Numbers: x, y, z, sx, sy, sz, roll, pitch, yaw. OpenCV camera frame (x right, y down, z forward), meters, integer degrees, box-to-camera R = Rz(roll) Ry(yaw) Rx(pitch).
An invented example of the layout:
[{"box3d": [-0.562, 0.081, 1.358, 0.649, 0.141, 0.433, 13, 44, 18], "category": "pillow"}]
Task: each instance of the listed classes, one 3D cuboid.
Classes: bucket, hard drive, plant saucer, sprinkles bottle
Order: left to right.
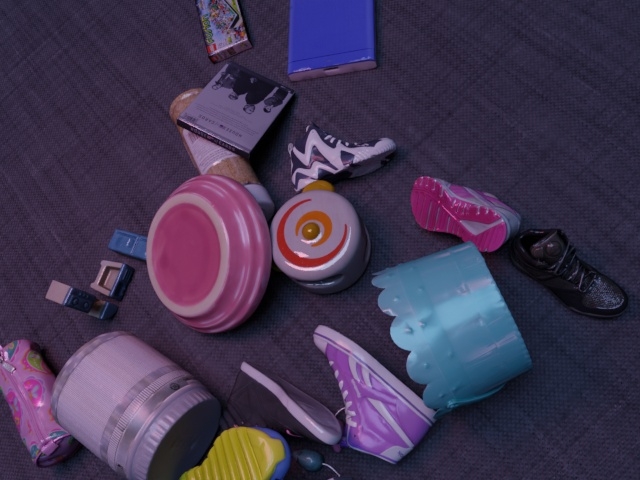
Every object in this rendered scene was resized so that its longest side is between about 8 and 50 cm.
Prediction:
[{"box3d": [-0.248, 0.028, 1.274, 0.332, 0.084, 0.331, 1, 92, 37], "category": "plant saucer"}, {"box3d": [-0.226, -0.184, 1.402, 0.121, 0.121, 0.355, -31, 64, 4], "category": "sprinkles bottle"}, {"box3d": [0.028, -0.545, 1.501, 0.210, 0.040, 0.318, -5, 69, 16], "category": "hard drive"}, {"box3d": [0.225, 0.145, 1.063, 0.183, 0.281, 0.281, -24, 65, 8], "category": "bucket"}]

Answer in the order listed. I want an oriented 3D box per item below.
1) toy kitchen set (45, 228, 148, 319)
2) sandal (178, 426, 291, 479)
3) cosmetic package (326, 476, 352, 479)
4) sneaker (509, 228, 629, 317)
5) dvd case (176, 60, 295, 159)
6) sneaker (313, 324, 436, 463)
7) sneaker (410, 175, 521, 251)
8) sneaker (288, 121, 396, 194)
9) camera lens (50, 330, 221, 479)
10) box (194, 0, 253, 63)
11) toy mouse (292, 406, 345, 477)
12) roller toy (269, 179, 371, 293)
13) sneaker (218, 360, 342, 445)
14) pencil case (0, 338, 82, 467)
[{"box3d": [-0.466, 0.065, 1.358, 0.122, 0.166, 0.207, 14, 75, 21], "category": "toy kitchen set"}, {"box3d": [-0.136, 0.415, 1.094, 0.317, 0.138, 0.126, -43, 47, 41], "category": "sandal"}, {"box3d": [-0.022, 0.553, 1.058, 0.225, 0.138, 0.224, -25, 65, 6], "category": "cosmetic package"}, {"box3d": [0.440, 0.055, 1.104, 0.228, 0.130, 0.087, 39, 87, 23], "category": "sneaker"}, {"box3d": [-0.186, -0.300, 1.402, 0.179, 0.029, 0.238, 26, 54, 4], "category": "dvd case"}, {"box3d": [0.059, 0.288, 1.145, 0.282, 0.102, 0.161, 39, 83, 25], "category": "sneaker"}, {"box3d": [0.283, -0.053, 1.216, 0.252, 0.111, 0.102, 37, 121, 42], "category": "sneaker"}, {"box3d": [0.034, -0.207, 1.344, 0.235, 0.094, 0.152, -24, 73, 18], "category": "sneaker"}, {"box3d": [-0.359, 0.321, 1.201, 0.274, 0.219, 0.219, 27, 80, 24], "category": "camera lens"}, {"box3d": [-0.252, -0.562, 1.597, 0.114, 0.036, 0.206, -21, 66, 9], "category": "box"}, {"box3d": [-0.002, 0.384, 1.171, 0.161, 0.031, 0.143, -32, 64, 4], "category": "toy mouse"}, {"box3d": [0.000, 0.000, 1.249, 0.191, 0.146, 0.209, 37, 84, 25], "category": "roller toy"}, {"box3d": [-0.081, 0.344, 1.143, 0.296, 0.105, 0.146, 20, 82, 50], "category": "sneaker"}, {"box3d": [-0.611, 0.341, 1.328, 0.124, 0.124, 0.284, -41, 65, -1], "category": "pencil case"}]
